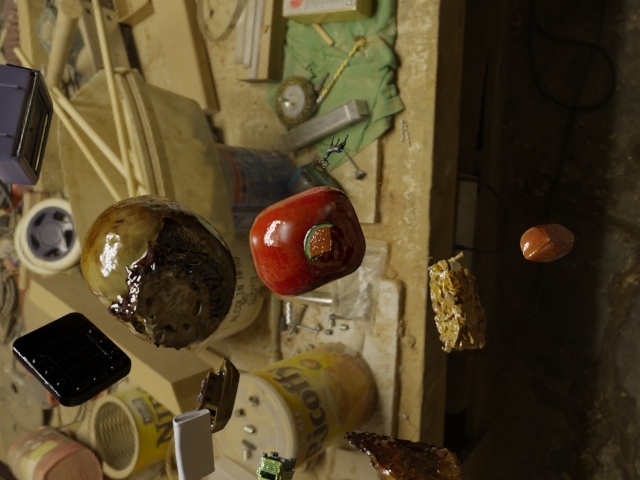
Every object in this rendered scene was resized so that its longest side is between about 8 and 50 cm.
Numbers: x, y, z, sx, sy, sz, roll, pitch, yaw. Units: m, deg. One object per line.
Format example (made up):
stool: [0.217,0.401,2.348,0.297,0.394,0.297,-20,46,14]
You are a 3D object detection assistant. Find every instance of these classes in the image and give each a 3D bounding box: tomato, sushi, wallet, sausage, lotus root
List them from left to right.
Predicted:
lotus root: [-0.186,0.027,0.583,0.169,0.141,0.314,56,162,-24]
wallet: [-0.206,0.336,0.834,0.025,0.061,0.122,31,126,58]
tomato: [-0.034,0.001,1.439,0.290,0.325,0.293,21,125,64]
sushi: [0.124,0.389,0.634,0.166,0.179,0.296,-2,95,46]
sausage: [0.511,0.005,1.149,0.089,0.179,0.089,8,102,43]

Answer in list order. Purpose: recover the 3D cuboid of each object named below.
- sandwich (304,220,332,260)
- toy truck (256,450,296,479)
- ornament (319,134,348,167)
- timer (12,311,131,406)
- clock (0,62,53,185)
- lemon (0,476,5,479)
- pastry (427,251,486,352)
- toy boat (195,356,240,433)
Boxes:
sandwich: [-0.004,0.002,1.238,0.069,0.026,0.101,4,99,14]
toy truck: [-0.128,0.675,1.483,0.077,0.169,0.100,9,71,15]
ornament: [0.041,-0.280,1.614,0.073,0.028,0.125,9,65,46]
timer: [-0.478,0.230,0.986,0.187,0.144,0.055,34,126,20]
clock: [-0.577,-0.218,0.975,0.144,0.073,0.193,141,134,-68]
lemon: [-0.666,0.510,0.910,0.170,0.207,0.170,24,142,21]
pastry: [0.353,0.157,1.307,0.102,0.154,0.250,-15,81,53]
toy boat: [-0.225,0.331,1.111,0.077,0.200,0.057,24,114,-11]
